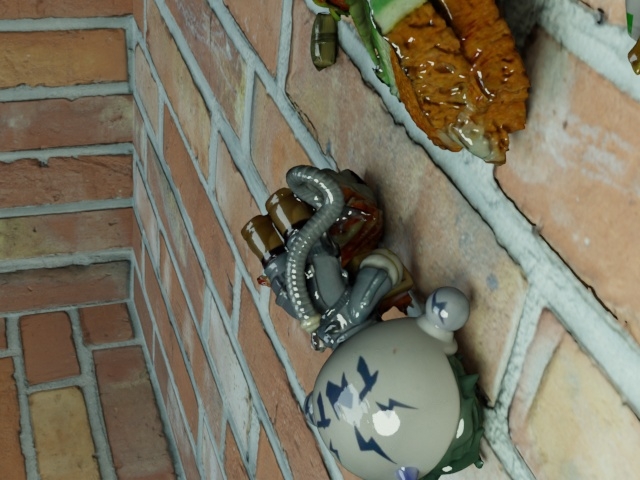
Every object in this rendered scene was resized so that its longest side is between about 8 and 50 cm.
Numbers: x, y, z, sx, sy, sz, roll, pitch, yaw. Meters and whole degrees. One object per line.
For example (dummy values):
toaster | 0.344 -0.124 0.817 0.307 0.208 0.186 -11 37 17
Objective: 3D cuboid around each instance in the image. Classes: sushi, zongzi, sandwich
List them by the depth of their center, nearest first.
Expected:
sandwich | 0.112 -0.182 0.878 0.212 0.109 0.292 57 -176 26
sushi | 0.000 0.000 1.315 0.130 0.124 0.332 61 151 21
zongzi | 0.005 -0.286 1.356 0.083 0.040 0.076 -129 41 -86

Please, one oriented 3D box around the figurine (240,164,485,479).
figurine | 0.050 0.119 1.082 0.382 0.186 0.261 61 141 21

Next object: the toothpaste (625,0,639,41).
toothpaste | 0.242 -0.292 0.656 0.075 0.048 0.301 -131 39 -59

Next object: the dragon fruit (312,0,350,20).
dragon fruit | 0.018 -0.369 1.195 0.138 0.175 0.142 34 98 53

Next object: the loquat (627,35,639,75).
loquat | 0.255 -0.125 0.525 0.163 0.163 0.137 -152 48 -67
